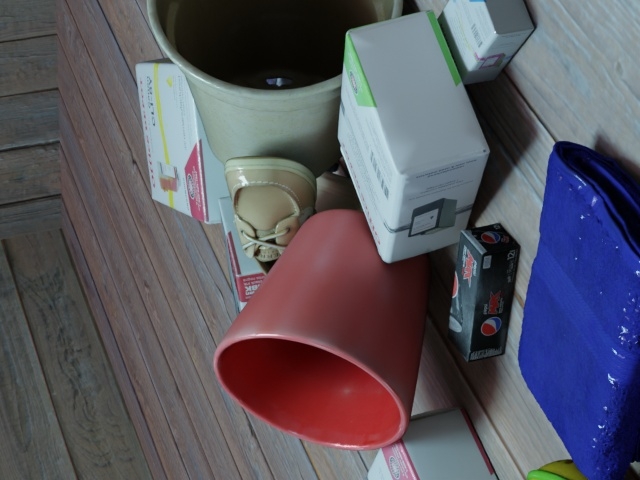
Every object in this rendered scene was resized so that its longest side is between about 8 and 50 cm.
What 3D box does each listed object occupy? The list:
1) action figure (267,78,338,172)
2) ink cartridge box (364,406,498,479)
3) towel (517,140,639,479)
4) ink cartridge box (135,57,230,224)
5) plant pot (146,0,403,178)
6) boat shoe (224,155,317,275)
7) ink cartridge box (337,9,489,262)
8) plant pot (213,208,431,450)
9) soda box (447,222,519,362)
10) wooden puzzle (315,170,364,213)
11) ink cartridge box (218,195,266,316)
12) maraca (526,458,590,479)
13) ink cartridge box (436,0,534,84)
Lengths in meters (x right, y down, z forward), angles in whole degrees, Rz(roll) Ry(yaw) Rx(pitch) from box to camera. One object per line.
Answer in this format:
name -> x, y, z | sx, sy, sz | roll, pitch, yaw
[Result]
action figure -> -0.057, -0.236, 2.078 | 0.185, 0.099, 0.285 | 95, 159, -55
ink cartridge box -> 0.152, 0.395, 1.822 | 0.283, 0.117, 0.207 | 108, 145, -52
towel -> 0.291, 0.076, 1.356 | 0.228, 0.076, 0.308 | -115, 23, -49
ink cartridge box -> -0.206, -0.195, 2.385 | 0.384, 0.160, 0.279 | -159, 61, -67
plant pot -> -0.061, -0.246, 1.815 | 0.305, 0.333, 0.334 | 92, 158, -60
boat shoe -> -0.062, -0.025, 1.857 | 0.341, 0.121, 0.110 | 62, -150, -69
ink cartridge box -> 0.106, -0.119, 1.593 | 0.273, 0.114, 0.198 | 93, 160, -68
plant pot -> 0.023, 0.109, 1.747 | 0.275, 0.274, 0.243 | 113, 180, -57
soda box -> 0.200, 0.065, 1.608 | 0.060, 0.053, 0.169 | -127, 32, -49
wooden puzzle -> 0.057, 0.011, 1.959 | 0.221, 0.044, 0.239 | 23, 127, 57
ink cartridge box -> -0.091, 0.078, 2.210 | 0.197, 0.114, 0.273 | -107, 8, -45
maraca -> 0.299, 0.296, 1.406 | 0.127, 0.099, 0.185 | 44, 163, -33
ink cartridge box -> 0.184, -0.244, 1.480 | 0.122, 0.052, 0.089 | 127, 129, -63
